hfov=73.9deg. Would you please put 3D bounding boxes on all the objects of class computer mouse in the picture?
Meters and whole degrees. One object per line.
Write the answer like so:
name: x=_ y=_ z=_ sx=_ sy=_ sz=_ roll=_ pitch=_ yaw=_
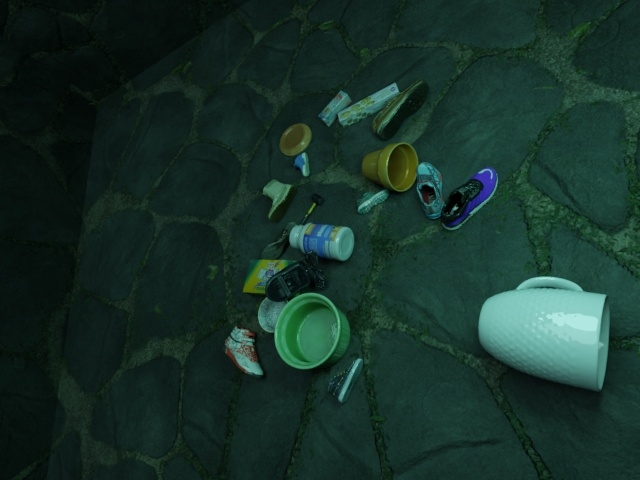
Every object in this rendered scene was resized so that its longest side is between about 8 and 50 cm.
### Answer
computer mouse: x=-0.119 y=0.173 z=1.849 sx=0.272 sy=0.189 sz=0.072 roll=-26 pitch=14 yaw=-15

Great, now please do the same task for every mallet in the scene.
mallet: x=-0.047 y=-0.136 z=2.062 sx=0.062 sy=0.039 sz=0.190 roll=25 pitch=87 yaw=39

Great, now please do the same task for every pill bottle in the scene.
pill bottle: x=0.000 y=0.000 z=1.899 sx=0.272 sy=0.152 sz=0.152 roll=9 pitch=74 yaw=32

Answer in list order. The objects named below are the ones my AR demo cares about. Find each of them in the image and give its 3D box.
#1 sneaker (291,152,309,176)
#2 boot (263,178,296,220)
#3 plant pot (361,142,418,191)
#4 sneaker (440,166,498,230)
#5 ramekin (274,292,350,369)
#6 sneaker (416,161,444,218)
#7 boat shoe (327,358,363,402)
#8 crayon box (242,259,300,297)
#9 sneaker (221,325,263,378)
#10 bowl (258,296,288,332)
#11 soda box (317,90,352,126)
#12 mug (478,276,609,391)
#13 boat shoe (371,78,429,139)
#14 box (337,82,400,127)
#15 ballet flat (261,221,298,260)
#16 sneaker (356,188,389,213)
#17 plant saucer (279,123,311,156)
sneaker: x=-0.106 y=-0.380 z=2.183 sx=0.084 sy=0.058 sz=0.152 roll=-16 pitch=58 yaw=17
boot: x=-0.238 y=-0.209 z=2.178 sx=0.165 sy=0.077 sz=0.213 roll=24 pitch=78 yaw=35
plant pot: x=0.289 y=-0.322 z=1.856 sx=0.188 sy=0.205 sz=0.205 roll=14 pitch=77 yaw=50
sneaker: x=0.572 y=-0.176 z=1.643 sx=0.293 sy=0.146 sz=0.102 roll=-51 pitch=54 yaw=2
ramekin: x=-0.025 y=0.381 z=1.751 sx=0.303 sy=0.148 sz=0.304 roll=-12 pitch=64 yaw=25
sneaker: x=0.449 y=-0.227 z=1.750 sx=0.104 sy=0.125 sz=0.262 roll=-19 pitch=61 yaw=22
boat shoe: x=0.094 y=0.533 z=1.666 sx=0.083 sy=0.065 sz=0.183 roll=24 pitch=84 yaw=34
crayon box: x=-0.220 y=0.180 z=1.994 sx=0.278 sy=0.081 sz=0.165 roll=-1 pitch=69 yaw=30
sneaker: x=-0.328 y=0.493 z=1.917 sx=0.270 sy=0.090 sz=0.145 roll=28 pitch=87 yaw=39
bowl: x=-0.188 y=0.331 z=1.908 sx=0.170 sy=0.080 sz=0.170 roll=-11 pitch=68 yaw=28
soda box: x=0.075 y=-0.685 z=2.208 sx=0.183 sy=0.063 sz=0.058 roll=-48 pitch=53 yaw=4
mug: x=0.701 y=0.252 z=1.334 sx=0.328 sy=0.276 sz=0.374 roll=4 pitch=41 yaw=39
boat shoe: x=0.359 y=-0.623 z=1.981 sx=0.324 sy=0.122 sz=0.120 roll=-46 pitch=51 yaw=5
box: x=0.240 y=-0.665 z=2.102 sx=0.324 sy=0.063 sz=0.067 roll=-22 pitch=61 yaw=21
ballet flat: x=-0.195 y=0.009 z=2.076 sx=0.084 sy=0.058 sz=0.250 roll=39 pitch=98 yaw=1
sneaker: x=0.228 y=-0.192 z=1.907 sx=0.166 sy=0.065 sz=0.076 roll=-31 pitch=53 yaw=14
plant saucer: x=-0.141 y=-0.549 z=2.293 sx=0.199 sy=0.037 sz=0.200 roll=-12 pitch=63 yaw=25
